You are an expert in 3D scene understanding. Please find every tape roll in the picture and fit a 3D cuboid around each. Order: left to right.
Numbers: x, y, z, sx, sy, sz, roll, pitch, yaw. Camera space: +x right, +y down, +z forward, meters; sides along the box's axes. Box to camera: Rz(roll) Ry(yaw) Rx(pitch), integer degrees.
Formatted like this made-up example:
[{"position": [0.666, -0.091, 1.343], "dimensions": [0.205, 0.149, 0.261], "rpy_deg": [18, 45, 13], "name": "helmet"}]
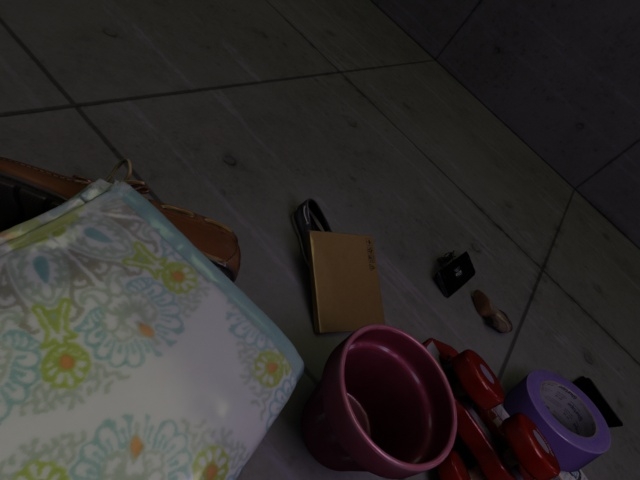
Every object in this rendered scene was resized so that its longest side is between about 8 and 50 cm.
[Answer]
[{"position": [0.497, 0.375, 0.906], "dimensions": [0.189, 0.080, 0.189], "rpy_deg": [18, 35, -13], "name": "tape roll"}]

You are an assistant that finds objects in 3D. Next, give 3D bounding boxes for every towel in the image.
[{"position": [-0.226, 0.130, 0.466], "dimensions": [0.374, 0.090, 0.320], "rpy_deg": [44, 45, -2], "name": "towel"}]

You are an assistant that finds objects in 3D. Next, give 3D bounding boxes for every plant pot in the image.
[{"position": [0.067, 0.254, 0.642], "dimensions": [0.201, 0.180, 0.201], "rpy_deg": [21, 44, -22], "name": "plant pot"}]

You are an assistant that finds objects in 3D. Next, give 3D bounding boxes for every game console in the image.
[{"position": [0.706, 0.400, 1.080], "dimensions": [0.107, 0.071, 0.122], "rpy_deg": [-5, 58, -40], "name": "game console"}]

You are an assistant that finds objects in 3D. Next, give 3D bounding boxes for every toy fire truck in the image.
[{"position": [0.281, 0.316, 0.789], "dimensions": [0.302, 0.169, 0.254], "rpy_deg": [55, 19, 16], "name": "toy fire truck"}]

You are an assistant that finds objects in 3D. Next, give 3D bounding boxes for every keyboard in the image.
[{"position": [0.349, 0.078, 1.144], "dimensions": [0.192, 0.038, 0.100], "rpy_deg": [-22, 92, -47], "name": "keyboard"}]

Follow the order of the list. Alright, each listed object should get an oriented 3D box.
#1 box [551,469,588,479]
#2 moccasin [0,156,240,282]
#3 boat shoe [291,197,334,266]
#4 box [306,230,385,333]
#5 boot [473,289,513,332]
[{"position": [0.508, 0.484, 0.887], "dimensions": [0.081, 0.028, 0.136], "rpy_deg": [-11, 63, -44], "name": "box"}, {"position": [-0.302, -0.032, 0.659], "dimensions": [0.380, 0.139, 0.147], "rpy_deg": [16, 39, -22], "name": "moccasin"}, {"position": [0.000, 0.000, 0.912], "dimensions": [0.075, 0.065, 0.206], "rpy_deg": [-3, 56, -39], "name": "boat shoe"}, {"position": [0.051, 0.082, 0.861], "dimensions": [0.165, 0.021, 0.201], "rpy_deg": [5, 71, -33], "name": "box"}, {"position": [0.449, 0.186, 1.110], "dimensions": [0.087, 0.042, 0.118], "rpy_deg": [16, 46, -35], "name": "boot"}]
